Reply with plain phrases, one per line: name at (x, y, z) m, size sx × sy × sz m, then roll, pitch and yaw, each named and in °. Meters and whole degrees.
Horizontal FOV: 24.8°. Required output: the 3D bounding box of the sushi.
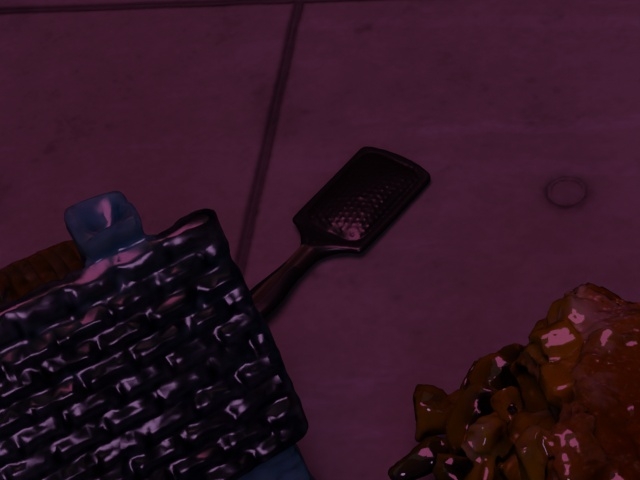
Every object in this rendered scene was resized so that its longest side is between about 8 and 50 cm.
sushi at (0.132, 0.134, 0.777) m, size 0.179 × 0.167 × 0.296 m, roll 16°, pitch 60°, yaw -1°

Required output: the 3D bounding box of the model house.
model house at (-0.170, 0.082, 0.826) m, size 0.261 × 0.241 × 0.226 m, roll -28°, pitch 51°, yaw -12°

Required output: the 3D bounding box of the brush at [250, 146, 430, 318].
brush at (0.000, 0.000, 1.009) m, size 0.063 × 0.016 × 0.193 m, roll 25°, pitch 58°, yaw 31°
